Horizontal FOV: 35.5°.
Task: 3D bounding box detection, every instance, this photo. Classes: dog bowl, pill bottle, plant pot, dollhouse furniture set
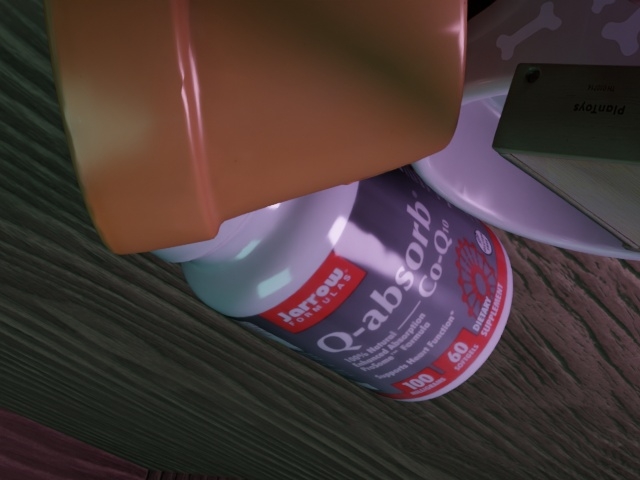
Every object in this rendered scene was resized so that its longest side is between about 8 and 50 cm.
[{"bbox_3d":[0.219,-0.083,0.732,0.348,0.102,0.349,15,163,5],"label":"dog bowl"},{"bbox_3d":[0.000,0.000,0.939,0.210,0.210,0.363,-12,147,43],"label":"pill bottle"},{"bbox_3d":[-0.032,-0.143,0.583,0.203,0.291,0.291,-5,156,-1],"label":"plant pot"},{"bbox_3d":[0.200,-0.123,0.491,0.212,0.242,0.161,12,170,44],"label":"dollhouse furniture set"}]
